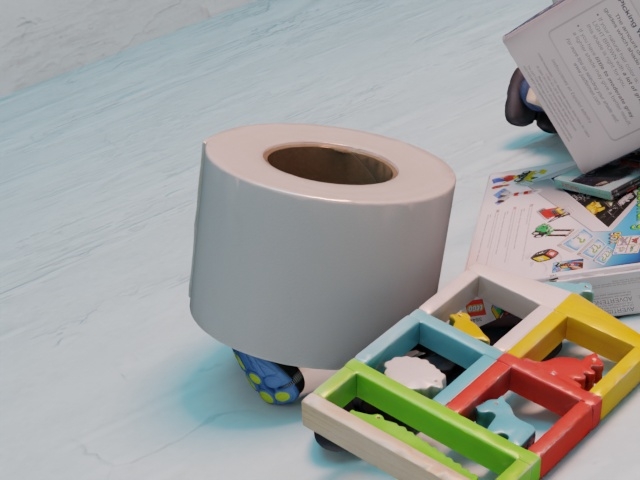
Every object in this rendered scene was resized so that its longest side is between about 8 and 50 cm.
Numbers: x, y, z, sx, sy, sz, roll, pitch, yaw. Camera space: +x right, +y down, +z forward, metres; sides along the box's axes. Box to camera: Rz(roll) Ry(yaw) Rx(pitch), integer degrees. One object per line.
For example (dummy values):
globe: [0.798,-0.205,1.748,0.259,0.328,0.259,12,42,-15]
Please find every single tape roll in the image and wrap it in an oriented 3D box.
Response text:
tape roll: [0.000,0.000,1.361,0.246,0.169,0.246,6,20,-2]

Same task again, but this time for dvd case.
dvd case: [0.320,-0.077,1.483,0.119,0.013,0.087,-25,24,-26]

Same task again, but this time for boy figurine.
boy figurine: [0.342,-0.152,1.672,0.177,0.092,0.285,9,10,-27]

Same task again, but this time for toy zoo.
toy zoo: [0.150,0.110,1.188,0.192,0.030,0.293,26,44,33]

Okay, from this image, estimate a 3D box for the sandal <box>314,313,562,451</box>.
sandal: [0.099,0.114,1.265,0.254,0.054,0.097,-25,23,-20]

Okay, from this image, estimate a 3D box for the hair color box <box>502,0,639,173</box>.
hair color box: [0.366,-0.215,1.375,0.347,0.174,0.105,-27,7,46]

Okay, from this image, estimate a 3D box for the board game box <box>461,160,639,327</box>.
board game box: [0.256,-0.006,1.444,0.193,0.053,0.305,-8,22,17]

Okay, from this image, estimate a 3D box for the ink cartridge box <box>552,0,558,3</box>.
ink cartridge box: [0.501,-0.306,1.899,0.307,0.129,0.223,-19,22,-7]

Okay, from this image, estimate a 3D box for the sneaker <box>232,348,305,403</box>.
sneaker: [-0.047,0.103,1.386,0.078,0.067,0.188,-25,19,-5]
